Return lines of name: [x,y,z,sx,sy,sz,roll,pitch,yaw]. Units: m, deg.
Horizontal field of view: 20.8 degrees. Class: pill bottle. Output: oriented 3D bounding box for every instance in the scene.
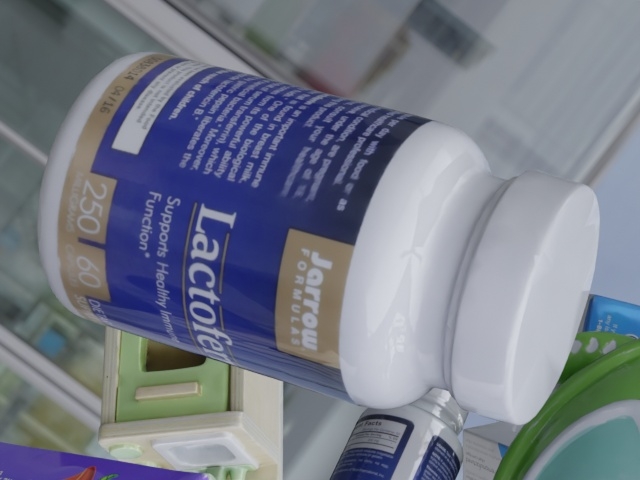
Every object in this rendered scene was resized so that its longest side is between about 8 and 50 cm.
pill bottle: [0.043,0.136,1.006,0.120,0.067,0.067,-62,-171,-32]
pill bottle: [0.000,0.000,0.906,0.153,0.265,0.153,-47,144,-49]

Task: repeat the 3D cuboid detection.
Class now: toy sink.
toy sink: [-0.128,0.165,1.731,0.131,0.153,0.234,56,30,-59]

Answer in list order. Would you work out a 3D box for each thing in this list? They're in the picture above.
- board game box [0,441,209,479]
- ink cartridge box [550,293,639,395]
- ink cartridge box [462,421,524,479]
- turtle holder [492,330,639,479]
board game box: [-0.096,0.247,0.721,0.233,0.347,0.078,2,-151,43]
ink cartridge box: [0.251,0.130,1.161,0.086,0.203,0.148,146,-43,-82]
ink cartridge box: [0.166,0.242,1.372,0.104,0.062,0.181,16,-70,57]
turtle holder: [0.240,0.166,0.952,0.320,0.243,0.227,-38,-165,5]
